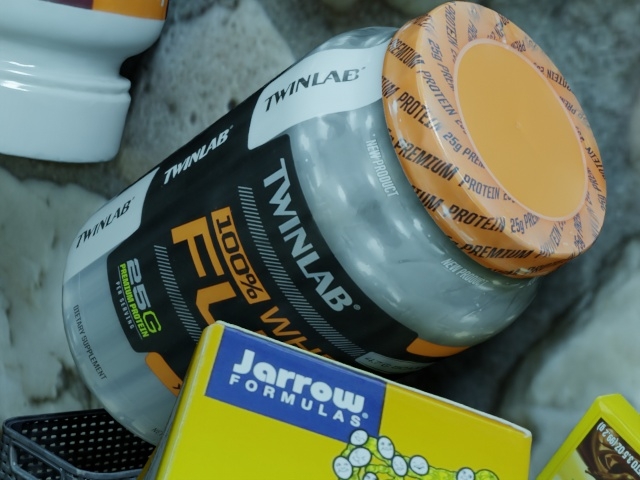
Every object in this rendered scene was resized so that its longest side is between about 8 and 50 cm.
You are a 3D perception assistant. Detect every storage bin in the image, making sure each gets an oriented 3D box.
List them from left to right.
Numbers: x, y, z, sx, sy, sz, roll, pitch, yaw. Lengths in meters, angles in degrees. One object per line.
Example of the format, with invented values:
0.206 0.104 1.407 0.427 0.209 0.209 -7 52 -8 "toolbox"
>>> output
-0.130 0.177 0.862 0.122 0.180 0.084 16 99 44 "storage bin"

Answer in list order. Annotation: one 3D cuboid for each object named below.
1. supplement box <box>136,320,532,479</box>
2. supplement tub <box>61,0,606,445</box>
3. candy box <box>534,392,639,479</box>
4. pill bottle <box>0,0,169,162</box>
-0.031 0.256 0.606 0.194 0.195 0.356 118 169 -49 "supplement box"
0.000 0.000 0.729 0.316 0.194 0.193 -31 67 40 "supplement tub"
0.195 0.191 0.647 0.206 0.027 0.105 49 125 34 "candy box"
-0.214 -0.271 0.930 0.224 0.224 0.392 23 105 43 "pill bottle"
